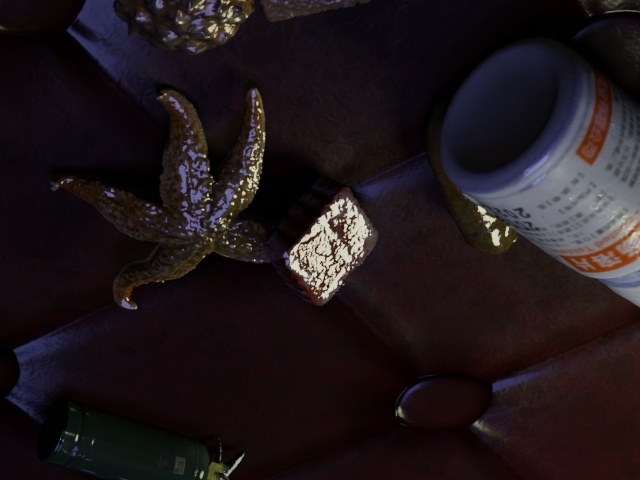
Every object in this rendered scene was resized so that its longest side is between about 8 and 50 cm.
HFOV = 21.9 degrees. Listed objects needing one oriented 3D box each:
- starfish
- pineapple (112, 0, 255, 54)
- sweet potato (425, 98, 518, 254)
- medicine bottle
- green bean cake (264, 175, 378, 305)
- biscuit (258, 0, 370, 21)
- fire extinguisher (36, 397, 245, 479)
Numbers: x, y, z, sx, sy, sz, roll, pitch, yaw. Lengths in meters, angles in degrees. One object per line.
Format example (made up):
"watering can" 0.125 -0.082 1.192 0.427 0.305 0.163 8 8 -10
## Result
"starfish" -0.154 -0.037 2.055 0.327 0.094 0.375 28 123 -31
"pineapple" -0.146 -0.355 1.646 0.169 0.169 0.340 -5 137 -3
"sweet potato" 0.182 -0.072 2.085 0.075 0.075 0.273 -20 133 14
"medicine bottle" 0.334 -0.071 1.997 0.211 0.211 0.371 -35 131 28
"green bean cake" 0.000 0.000 2.103 0.135 0.056 0.135 -49 139 -13
"biscuit" -0.022 -0.335 1.783 0.131 0.025 0.231 -11 139 2
"fire extinguisher" -0.259 0.314 2.442 0.311 0.114 0.095 23 169 -29
